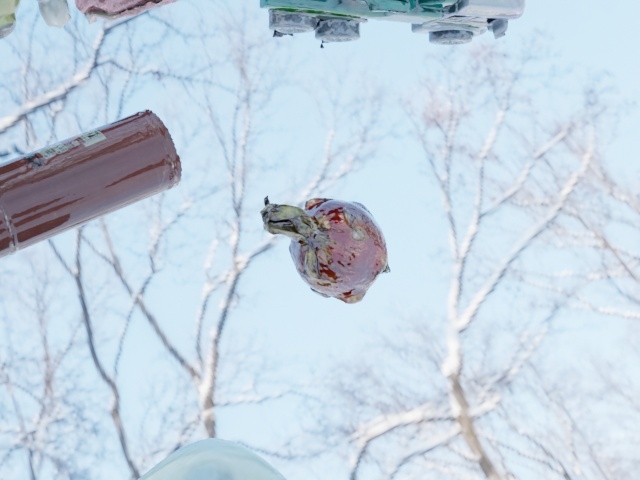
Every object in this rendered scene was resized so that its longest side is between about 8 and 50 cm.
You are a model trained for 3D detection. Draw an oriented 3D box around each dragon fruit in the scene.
[{"bbox_3d":[0.000,0.000,1.386,0.125,0.125,0.246,-19,-29,27],"label":"dragon fruit"}]

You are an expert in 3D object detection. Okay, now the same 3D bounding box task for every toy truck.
[{"bbox_3d":[0.077,-0.325,1.374,0.363,0.178,0.176,0,-88,-29],"label":"toy truck"}]

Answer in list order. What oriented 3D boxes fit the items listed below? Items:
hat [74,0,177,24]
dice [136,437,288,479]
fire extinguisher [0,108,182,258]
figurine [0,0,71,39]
[{"bbox_3d":[-0.232,-0.425,1.617,0.107,0.286,0.236,-11,-76,-53],"label":"hat"},{"bbox_3d":[-0.136,0.422,1.384,0.268,0.262,0.264,-38,-22,-26],"label":"dice"},{"bbox_3d":[-0.343,-0.068,1.347,0.337,0.147,0.106,-24,-18,-26],"label":"fire extinguisher"},{"bbox_3d":[-0.398,-0.376,1.441,0.382,0.224,0.205,-29,-7,-28],"label":"figurine"}]
